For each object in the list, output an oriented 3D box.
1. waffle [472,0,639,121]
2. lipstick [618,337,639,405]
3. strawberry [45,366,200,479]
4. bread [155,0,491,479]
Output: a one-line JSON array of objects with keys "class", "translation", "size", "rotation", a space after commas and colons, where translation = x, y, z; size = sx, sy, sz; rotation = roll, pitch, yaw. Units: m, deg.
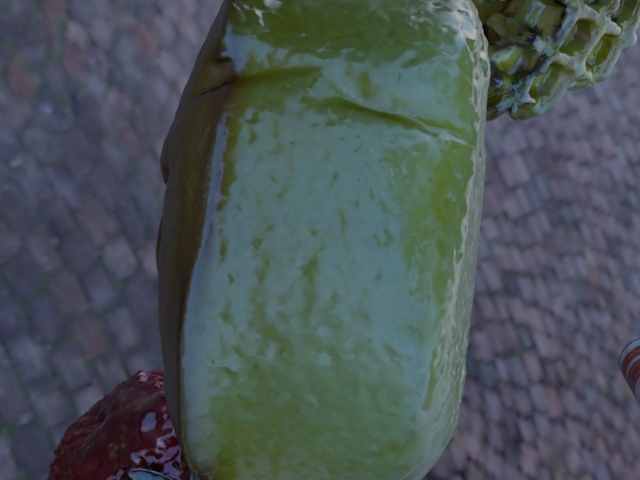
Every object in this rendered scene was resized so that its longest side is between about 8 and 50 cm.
[{"class": "waffle", "translation": [0.187, -0.271, 1.585], "size": [0.261, 0.151, 0.324], "rotation": [-25, 132, -29]}, {"class": "lipstick", "translation": [0.247, 0.112, 1.287], "size": [0.038, 0.038, 0.130], "rotation": [54, 7, -19]}, {"class": "strawberry", "translation": [-0.117, 0.125, 1.128], "size": [0.167, 0.208, 0.087], "rotation": [-25, 118, -24]}, {"class": "bread", "translation": [0.000, 0.000, 0.842], "size": [0.270, 0.148, 0.269], "rotation": [6, 90, -83]}]
